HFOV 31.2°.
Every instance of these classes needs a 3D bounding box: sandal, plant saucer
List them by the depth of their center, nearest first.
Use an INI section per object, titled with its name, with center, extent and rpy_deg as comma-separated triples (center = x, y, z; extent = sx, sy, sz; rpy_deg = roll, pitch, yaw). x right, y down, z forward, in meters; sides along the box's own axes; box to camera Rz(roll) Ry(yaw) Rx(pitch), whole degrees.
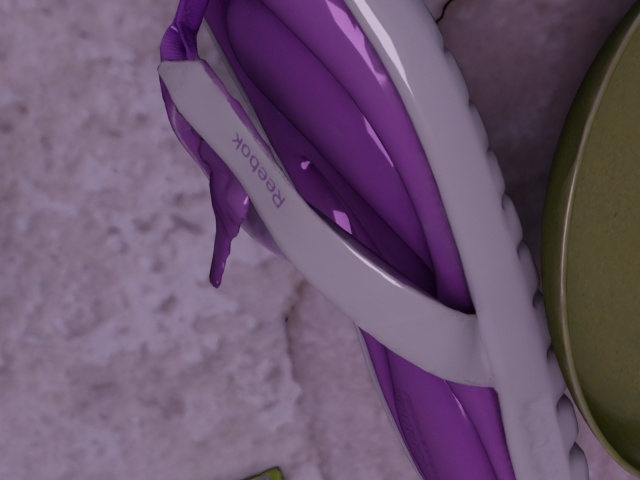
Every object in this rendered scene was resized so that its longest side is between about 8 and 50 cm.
[sandal]
center = 0.007, 0.002, 0.488
extent = 0.102, 0.169, 0.416
rpy_deg = -35, 111, -19
[plant saucer]
center = 0.171, -0.013, 0.495
extent = 0.241, 0.037, 0.241
rpy_deg = -10, 106, -37

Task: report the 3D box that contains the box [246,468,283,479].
[box]
center = -0.036, 0.228, 0.660
extent = 0.109, 0.042, 0.178
rpy_deg = -22, 109, 11
